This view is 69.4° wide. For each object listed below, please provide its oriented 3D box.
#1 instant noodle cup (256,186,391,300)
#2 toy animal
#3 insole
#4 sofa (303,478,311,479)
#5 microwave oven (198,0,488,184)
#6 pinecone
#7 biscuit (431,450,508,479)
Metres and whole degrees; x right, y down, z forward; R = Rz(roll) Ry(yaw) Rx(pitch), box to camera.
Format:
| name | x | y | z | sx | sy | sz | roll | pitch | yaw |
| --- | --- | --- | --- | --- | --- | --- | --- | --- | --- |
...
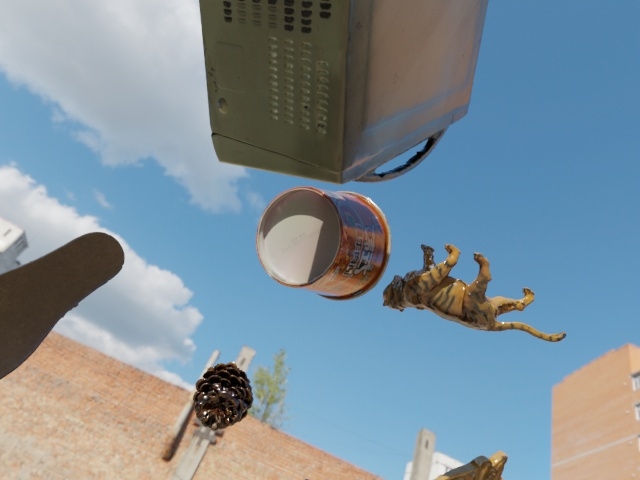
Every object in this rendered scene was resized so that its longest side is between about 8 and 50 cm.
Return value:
| name | x | y | z | sx | sy | sz | roll | pitch | yaw |
| --- | --- | --- | --- | --- | --- | --- | --- | --- | --- |
| instant noodle cup | 0.000 | 0.000 | 0.961 | 0.250 | 0.251 | 0.192 | -1 | -7 | 28 |
| toy animal | 0.220 | 0.089 | 0.655 | 0.255 | 0.116 | 0.114 | 24 | -5 | 17 |
| insole | -0.385 | 0.081 | 0.618 | 0.007 | 0.328 | 0.111 | -23 | -72 | 32 |
| sofa | 0.035 | 0.464 | 0.580 | 0.258 | 0.200 | 0.182 | 35 | -17 | 2 |
| microwave oven | 0.045 | -0.284 | 0.646 | 0.247 | 0.394 | 0.333 | 21 | -54 | 31 |
| pinecone | -0.120 | 0.189 | 0.558 | 0.077 | 0.077 | 0.083 | 15 | 4 | 12 |
| biscuit | 0.255 | 0.435 | 0.806 | 0.250 | 0.163 | 0.035 | 21 | 10 | -37 |
